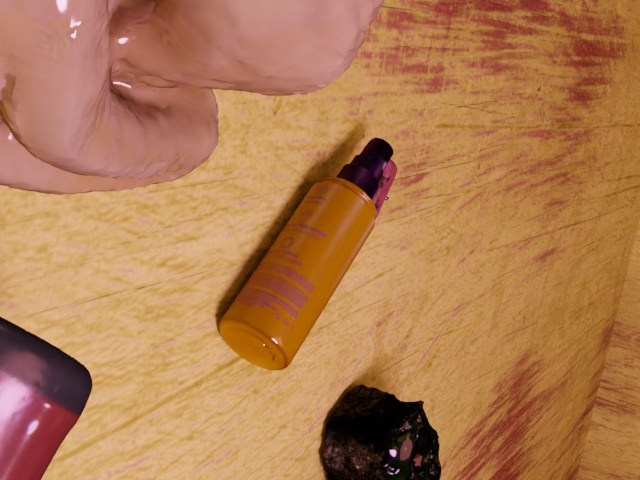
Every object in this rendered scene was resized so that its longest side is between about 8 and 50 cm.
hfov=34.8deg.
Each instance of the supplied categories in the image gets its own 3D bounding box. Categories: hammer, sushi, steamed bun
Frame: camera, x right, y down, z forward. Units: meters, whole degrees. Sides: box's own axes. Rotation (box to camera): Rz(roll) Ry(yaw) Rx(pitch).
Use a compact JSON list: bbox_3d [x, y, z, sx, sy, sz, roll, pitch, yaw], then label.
[{"bbox_3d":[0.056,-0.056,1.134,0.083,0.043,0.043,-66,153,-17],"label":"hammer"},{"bbox_3d":[0.082,0.291,1.290,0.124,0.127,0.225,-45,140,-43],"label":"sushi"},{"bbox_3d":[-0.094,-0.143,0.446,0.325,0.372,0.230,-21,89,-37],"label":"steamed bun"}]

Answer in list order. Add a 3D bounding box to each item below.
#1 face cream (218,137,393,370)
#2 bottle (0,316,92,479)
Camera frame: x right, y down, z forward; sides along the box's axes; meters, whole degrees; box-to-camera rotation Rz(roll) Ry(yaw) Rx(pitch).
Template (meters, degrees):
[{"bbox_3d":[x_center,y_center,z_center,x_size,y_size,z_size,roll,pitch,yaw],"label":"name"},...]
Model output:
[{"bbox_3d":[0.000,0.000,1.015,0.273,0.078,0.078,-57,149,-30],"label":"face cream"},{"bbox_3d":[-0.264,0.189,0.547,0.336,0.144,0.144,-63,152,-16],"label":"bottle"}]
